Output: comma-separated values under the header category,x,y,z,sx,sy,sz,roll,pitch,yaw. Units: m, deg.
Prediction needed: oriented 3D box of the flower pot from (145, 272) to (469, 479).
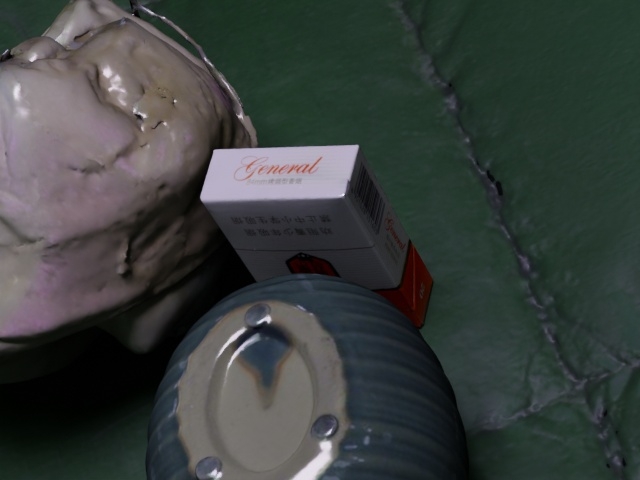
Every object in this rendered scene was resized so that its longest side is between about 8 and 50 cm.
category,x,y,z,sx,sy,sz,roll,pitch,yaw
flower pot,-0.009,0.129,1.170,0.189,0.157,0.243,-17,51,10

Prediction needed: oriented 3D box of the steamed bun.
category,x,y,z,sx,sy,sz,roll,pitch,yaw
steamed bun,-0.164,-0.007,1.322,0.280,0.207,0.268,-47,5,14

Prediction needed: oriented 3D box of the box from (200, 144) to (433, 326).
category,x,y,z,sx,sy,sz,roll,pitch,yaw
box,0.000,0.000,1.269,0.100,0.152,0.048,1,59,25
